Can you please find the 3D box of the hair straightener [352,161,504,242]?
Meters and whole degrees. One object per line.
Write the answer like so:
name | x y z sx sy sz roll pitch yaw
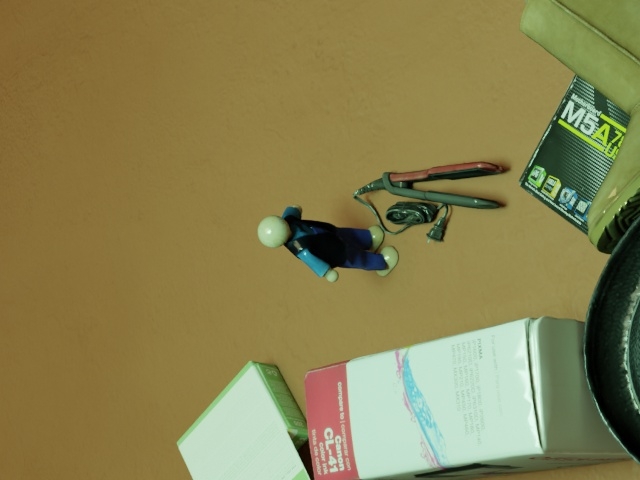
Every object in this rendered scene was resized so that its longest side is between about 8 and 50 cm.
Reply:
hair straightener | 0.118 -0.042 1.608 0.230 0.047 0.089 -1 83 48

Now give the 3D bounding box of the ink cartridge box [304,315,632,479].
ink cartridge box | 0.167 0.169 1.386 0.306 0.226 0.131 -17 72 46

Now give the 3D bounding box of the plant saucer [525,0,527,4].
plant saucer | 0.294 -0.272 1.473 0.192 0.018 0.067 -10 77 46

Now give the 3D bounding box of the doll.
doll | 0.000 0.000 1.626 0.046 0.189 0.129 -55 49 27

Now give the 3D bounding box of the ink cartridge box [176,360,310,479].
ink cartridge box | -0.079 0.294 1.751 0.171 0.056 0.235 -48 51 22

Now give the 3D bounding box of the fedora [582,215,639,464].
fedora | 0.370 0.065 1.152 0.334 0.152 0.334 -4 80 21

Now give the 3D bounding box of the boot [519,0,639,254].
boot | 0.283 -0.148 1.354 0.236 0.089 0.269 -47 50 11

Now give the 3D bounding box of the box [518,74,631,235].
box | 0.312 -0.090 1.401 0.191 0.045 0.184 44 116 43
